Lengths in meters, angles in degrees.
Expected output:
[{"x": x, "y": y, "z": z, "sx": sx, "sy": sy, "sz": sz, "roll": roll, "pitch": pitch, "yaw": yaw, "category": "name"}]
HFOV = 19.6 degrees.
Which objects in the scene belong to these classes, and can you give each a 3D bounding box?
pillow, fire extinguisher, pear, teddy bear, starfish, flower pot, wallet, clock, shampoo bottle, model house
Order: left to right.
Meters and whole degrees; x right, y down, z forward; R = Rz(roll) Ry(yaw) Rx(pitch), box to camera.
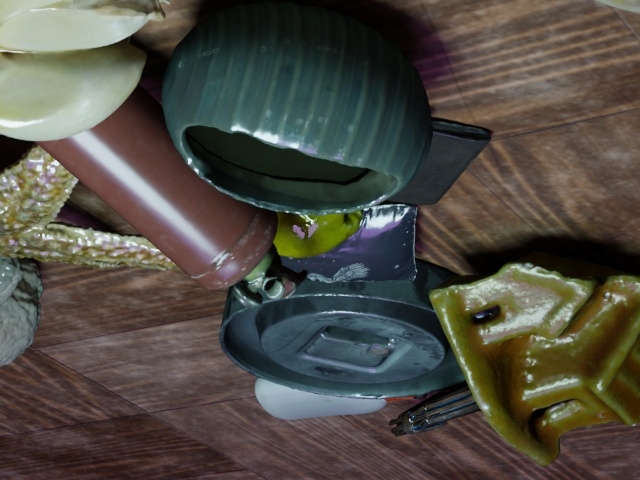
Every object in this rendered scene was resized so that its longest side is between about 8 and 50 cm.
[{"x": -0.438, "y": 0.060, "z": 2.080, "sx": 0.236, "sy": 0.151, "sz": 0.267, "roll": -15, "pitch": 149, "yaw": 31, "category": "teddy bear"}, {"x": -0.298, "y": -0.041, "z": 1.899, "sx": 0.384, "sy": 0.132, "sz": 0.398, "roll": 19, "pitch": 155, "yaw": -35, "category": "starfish"}, {"x": -0.129, "y": -0.047, "z": 1.735, "sx": 0.106, "sy": 0.147, "sz": 0.337, "roll": -41, "pitch": 113, "yaw": 14, "category": "fire extinguisher"}, {"x": -0.020, "y": -0.118, "z": 1.635, "sx": 0.243, "sy": 0.157, "sz": 0.189, "roll": 13, "pitch": 154, "yaw": -18, "category": "flower pot"}, {"x": -0.020, "y": -0.034, "z": 1.875, "sx": 0.131, "sy": 0.107, "sz": 0.107, "roll": -3, "pitch": 154, "yaw": 34, "category": "pear"}, {"x": 0.000, "y": 0.000, "z": 1.989, "sx": 0.208, "sy": 0.055, "sz": 0.141, "roll": 2, "pitch": 148, "yaw": 4, "category": "pillow"}, {"x": 0.031, "y": 0.193, "z": 2.385, "sx": 0.221, "sy": 0.051, "sz": 0.108, "roll": -7, "pitch": 150, "yaw": 24, "category": "shampoo bottle"}, {"x": 0.040, "y": 0.104, "z": 2.186, "sx": 0.319, "sy": 0.066, "sz": 0.319, "roll": 3, "pitch": 154, "yaw": 2, "category": "clock"}, {"x": 0.107, "y": -0.076, "z": 1.854, "sx": 0.082, "sy": 0.018, "sz": 0.156, "roll": 10, "pitch": 154, "yaw": -13, "category": "wallet"}, {"x": 0.161, "y": 0.207, "z": 2.310, "sx": 0.124, "sy": 0.042, "sz": 0.230, "roll": -18, "pitch": 175, "yaw": -12, "category": "wallet"}, {"x": 0.278, "y": 0.107, "z": 2.023, "sx": 0.239, "sy": 0.173, "sz": 0.268, "roll": -20, "pitch": 149, "yaw": 22, "category": "model house"}]

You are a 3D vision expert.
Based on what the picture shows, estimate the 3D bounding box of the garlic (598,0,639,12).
[{"x": 0.209, "y": -0.277, "z": 1.335, "sx": 0.339, "sy": 0.151, "sz": 0.196, "roll": 11, "pitch": 127, "yaw": 4, "category": "garlic"}]

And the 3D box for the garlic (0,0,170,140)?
[{"x": -0.220, "y": -0.201, "z": 1.497, "sx": 0.203, "sy": 0.184, "sz": 0.281, "roll": -13, "pitch": 140, "yaw": -25, "category": "garlic"}]
